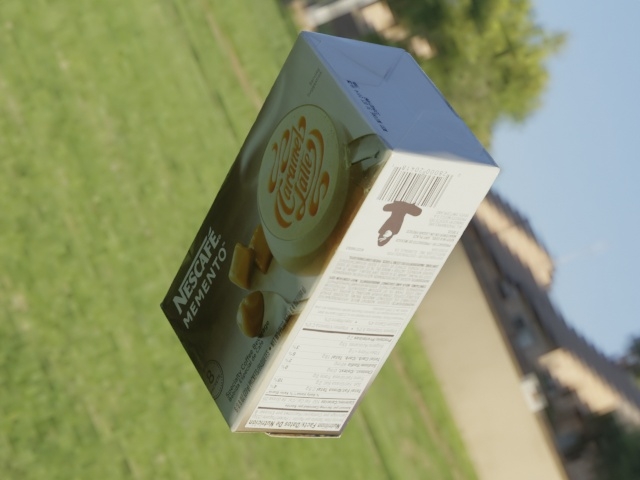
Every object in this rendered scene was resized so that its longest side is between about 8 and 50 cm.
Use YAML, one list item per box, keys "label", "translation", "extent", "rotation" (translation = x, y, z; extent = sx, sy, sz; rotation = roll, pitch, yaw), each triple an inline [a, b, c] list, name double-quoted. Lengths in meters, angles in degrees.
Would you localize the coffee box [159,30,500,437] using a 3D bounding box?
- label: "coffee box"
  translation: [0.000, 0.000, 1.265]
  extent: [0.246, 0.098, 0.141]
  rotation: [-60, -138, 29]
